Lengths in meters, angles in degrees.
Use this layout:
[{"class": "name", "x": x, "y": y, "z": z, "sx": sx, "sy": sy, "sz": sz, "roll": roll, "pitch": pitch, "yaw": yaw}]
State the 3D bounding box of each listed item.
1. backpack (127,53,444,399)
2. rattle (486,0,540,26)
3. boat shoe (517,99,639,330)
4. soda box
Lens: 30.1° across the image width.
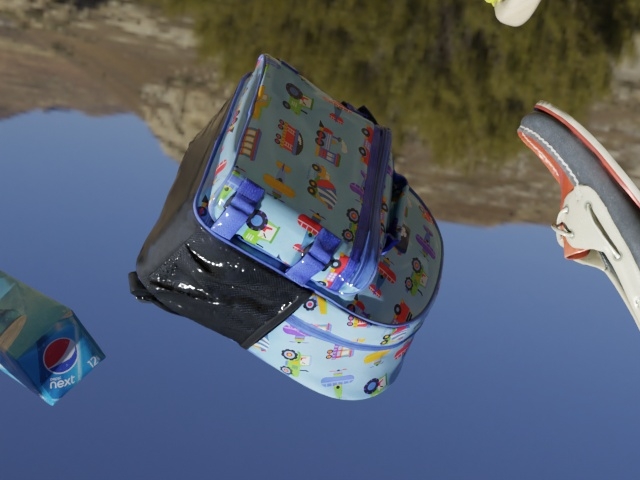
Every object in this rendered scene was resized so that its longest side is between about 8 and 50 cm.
[{"class": "backpack", "x": 0.000, "y": 0.000, "z": 0.686, "sx": 0.173, "sy": 0.117, "sz": 0.158, "roll": 33, "pitch": -138, "yaw": -15}, {"class": "rattle", "x": 0.166, "y": -0.279, "z": 1.106, "sx": 0.143, "sy": 0.130, "sz": 0.199, "roll": 32, "pitch": -173, "yaw": -7}, {"class": "boat shoe", "x": 0.126, "y": -0.002, "z": 0.516, "sx": 0.137, "sy": 0.043, "sz": 0.049, "roll": 54, "pitch": -171, "yaw": 17}, {"class": "soda box", "x": -0.302, "y": 0.087, "z": 1.177, "sx": 0.071, "sy": 0.067, "sz": 0.210, "roll": -44, "pitch": -145, "yaw": -22}]
